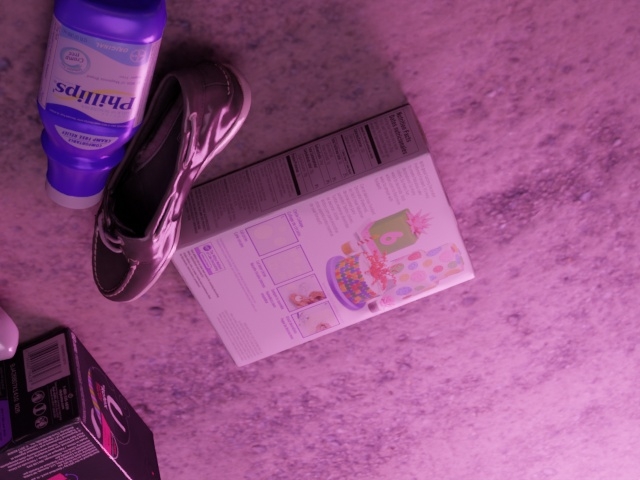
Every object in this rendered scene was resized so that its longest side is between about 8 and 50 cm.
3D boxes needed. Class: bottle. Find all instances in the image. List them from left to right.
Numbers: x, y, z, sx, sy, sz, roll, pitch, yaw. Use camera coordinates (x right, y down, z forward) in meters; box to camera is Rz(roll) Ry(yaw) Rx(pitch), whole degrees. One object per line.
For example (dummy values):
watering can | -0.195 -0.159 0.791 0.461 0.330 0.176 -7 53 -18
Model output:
bottle | -0.245 -0.158 1.700 0.118 0.092 0.282 12 131 -10

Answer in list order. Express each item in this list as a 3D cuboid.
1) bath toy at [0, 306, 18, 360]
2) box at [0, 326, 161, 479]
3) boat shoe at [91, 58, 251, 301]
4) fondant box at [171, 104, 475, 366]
bath toy | -0.460 0.044 1.812 0.129 0.151 0.348 -44 147 -24
box | -0.322 0.269 2.054 0.143 0.165 0.270 -23 136 6
boat shoe | -0.198 -0.066 1.784 0.095 0.112 0.335 -3 133 -49
fondant box | 0.000 0.000 1.933 0.330 0.096 0.238 -20 136 5
